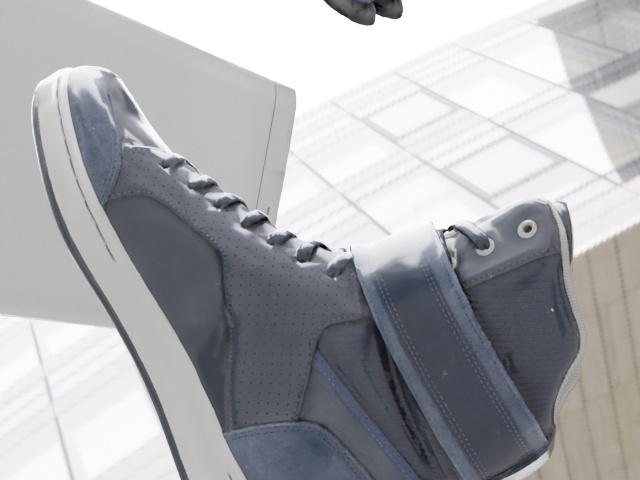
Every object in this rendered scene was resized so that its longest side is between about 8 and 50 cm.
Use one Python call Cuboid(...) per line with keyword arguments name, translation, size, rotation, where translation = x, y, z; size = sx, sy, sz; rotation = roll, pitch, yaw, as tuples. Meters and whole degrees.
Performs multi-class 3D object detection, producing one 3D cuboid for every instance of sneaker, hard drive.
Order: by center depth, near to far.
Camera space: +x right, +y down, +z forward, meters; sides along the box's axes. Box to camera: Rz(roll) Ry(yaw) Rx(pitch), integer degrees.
Cuboid(name="sneaker", translation=(0.001, 0.001, 0.440), size=(0.163, 0.086, 0.226), rotation=(-31, -106, 6))
Cuboid(name="hard drive", translation=(-0.153, -0.048, 0.917), size=(0.353, 0.047, 0.233), rotation=(15, -95, -54))

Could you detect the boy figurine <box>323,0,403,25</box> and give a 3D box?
Cuboid(name="boy figurine", translation=(0.087, -0.321, 1.022), size=(0.177, 0.092, 0.285), rotation=(-29, -28, -53))
